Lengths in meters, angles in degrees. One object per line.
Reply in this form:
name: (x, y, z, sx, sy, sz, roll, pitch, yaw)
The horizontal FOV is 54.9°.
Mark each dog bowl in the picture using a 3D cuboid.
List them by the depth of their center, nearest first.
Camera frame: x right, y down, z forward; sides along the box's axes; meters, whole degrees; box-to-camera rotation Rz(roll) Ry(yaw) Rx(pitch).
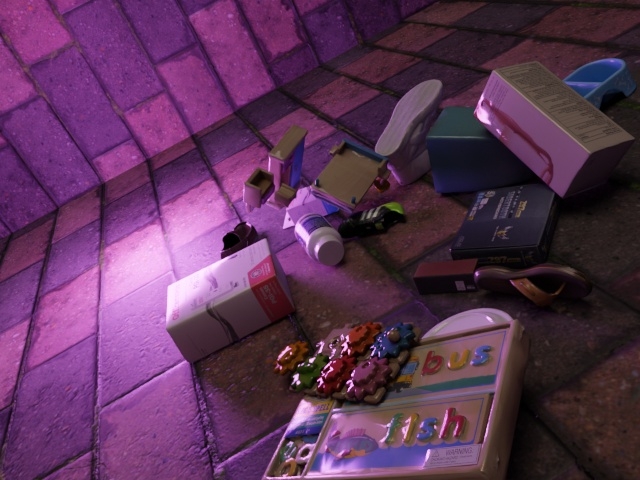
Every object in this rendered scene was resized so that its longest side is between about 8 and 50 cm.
dog bowl: (0.694, -0.385, 1.624, 0.297, 0.074, 0.166, -36, 29, -17)

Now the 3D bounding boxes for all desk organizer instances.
desk organizer: (0.259, 0.073, 1.254, 0.130, 0.047, 0.050, -7, 32, 34)

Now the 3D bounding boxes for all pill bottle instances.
pill bottle: (0.000, 0.000, 1.551, 0.094, 0.094, 0.169, -30, 27, -5)

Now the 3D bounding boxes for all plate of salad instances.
plate of salad: (0.246, 0.189, 1.068, 0.199, 0.048, 0.200, -29, 18, 10)

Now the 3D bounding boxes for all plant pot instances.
plant pot: (0.408, -0.224, 1.517, 0.234, 0.166, 0.166, 5, 40, 30)

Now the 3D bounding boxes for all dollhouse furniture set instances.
dollhouse furniture set: (-0.002, -0.113, 1.632, 0.303, 0.198, 0.286, 25, 54, 12)

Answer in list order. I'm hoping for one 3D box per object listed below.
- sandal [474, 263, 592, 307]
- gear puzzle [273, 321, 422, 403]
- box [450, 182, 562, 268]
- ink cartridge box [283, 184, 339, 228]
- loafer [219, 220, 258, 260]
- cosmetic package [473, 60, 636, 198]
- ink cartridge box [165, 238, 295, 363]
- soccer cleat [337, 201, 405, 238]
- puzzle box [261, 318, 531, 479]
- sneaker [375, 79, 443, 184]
sandal: (0.371, 0.086, 1.100, 0.219, 0.090, 0.060, 2, 55, 40)
gear puzzle: (0.021, 0.202, 1.113, 0.338, 0.044, 0.175, -11, 32, 52)
box: (0.395, -0.032, 1.300, 0.183, 0.059, 0.233, -4, 35, 35)
ink cartridge box: (-0.036, -0.108, 1.800, 0.180, 0.060, 0.104, -18, 30, 16)
loafer: (-0.237, 0.000, 1.774, 0.080, 0.078, 0.220, -19, 29, 15)
cosmetic package: (0.493, -0.246, 1.330, 0.153, 0.129, 0.296, -16, 53, -27)
ink cartridge box: (-0.220, 0.141, 1.479, 0.282, 0.117, 0.207, -26, 28, 1)
soccer cleat: (0.128, -0.046, 1.559, 0.178, 0.060, 0.072, -22, 29, 3)
puzzle box: (0.112, 0.267, 0.959, 0.408, 0.052, 0.272, -21, 25, 38)
sneaker: (0.271, -0.295, 1.725, 0.108, 0.169, 0.293, 19, 68, 44)
